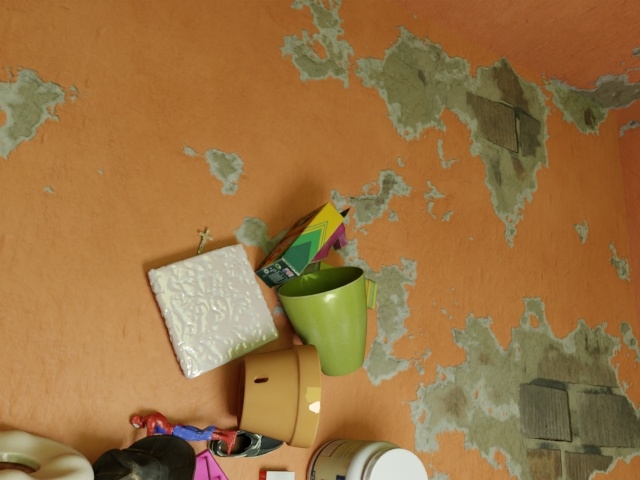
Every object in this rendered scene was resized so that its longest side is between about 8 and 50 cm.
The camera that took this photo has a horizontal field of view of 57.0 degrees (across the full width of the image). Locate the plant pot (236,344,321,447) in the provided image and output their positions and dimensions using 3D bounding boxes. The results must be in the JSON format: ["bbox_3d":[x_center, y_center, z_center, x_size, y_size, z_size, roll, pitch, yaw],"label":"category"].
[{"bbox_3d":[-0.126,0.438,1.679,0.204,0.291,0.290,5,72,-13],"label":"plant pot"}]

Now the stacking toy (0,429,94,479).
[{"bbox_3d":[-0.723,0.686,1.270,0.351,0.351,0.479,16,86,-26],"label":"stacking toy"}]

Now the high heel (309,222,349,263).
[{"bbox_3d":[0.000,0.000,1.978,0.244,0.082,0.117,-26,98,-38],"label":"high heel"}]

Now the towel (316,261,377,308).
[{"bbox_3d":[0.091,0.156,2.031,0.237,0.021,0.102,22,60,-23],"label":"towel"}]

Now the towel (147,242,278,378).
[{"bbox_3d":[-0.316,0.198,1.756,0.317,0.053,0.331,-20,87,-34],"label":"towel"}]

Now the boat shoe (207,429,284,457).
[{"bbox_3d":[-0.201,0.584,1.694,0.233,0.079,0.083,5,71,-31],"label":"boat shoe"}]

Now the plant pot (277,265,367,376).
[{"bbox_3d":[0.034,0.263,1.844,0.275,0.275,0.293,-21,103,-34],"label":"plant pot"}]

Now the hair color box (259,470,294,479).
[{"bbox_3d":[-0.130,0.753,1.699,0.093,0.053,0.167,13,68,-28],"label":"hair color box"}]

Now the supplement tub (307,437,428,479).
[{"bbox_3d":[0.133,0.700,1.708,0.236,0.325,0.235,9,71,-28],"label":"supplement tub"}]

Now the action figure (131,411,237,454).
[{"bbox_3d":[-0.378,0.545,1.572,0.281,0.091,0.139,16,86,2],"label":"action figure"}]

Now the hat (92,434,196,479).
[{"bbox_3d":[-0.459,0.567,1.380,0.331,0.331,0.134,-56,130,-30],"label":"hat"}]

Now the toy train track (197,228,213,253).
[{"bbox_3d":[-0.360,0.003,1.811,0.048,0.014,0.083,29,68,-28],"label":"toy train track"}]

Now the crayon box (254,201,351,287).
[{"bbox_3d":[-0.054,-0.002,1.883,0.081,0.202,0.318,46,57,-11],"label":"crayon box"}]

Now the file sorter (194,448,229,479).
[{"bbox_3d":[-0.291,0.723,1.463,0.202,0.182,0.290,-30,105,-8],"label":"file sorter"}]
